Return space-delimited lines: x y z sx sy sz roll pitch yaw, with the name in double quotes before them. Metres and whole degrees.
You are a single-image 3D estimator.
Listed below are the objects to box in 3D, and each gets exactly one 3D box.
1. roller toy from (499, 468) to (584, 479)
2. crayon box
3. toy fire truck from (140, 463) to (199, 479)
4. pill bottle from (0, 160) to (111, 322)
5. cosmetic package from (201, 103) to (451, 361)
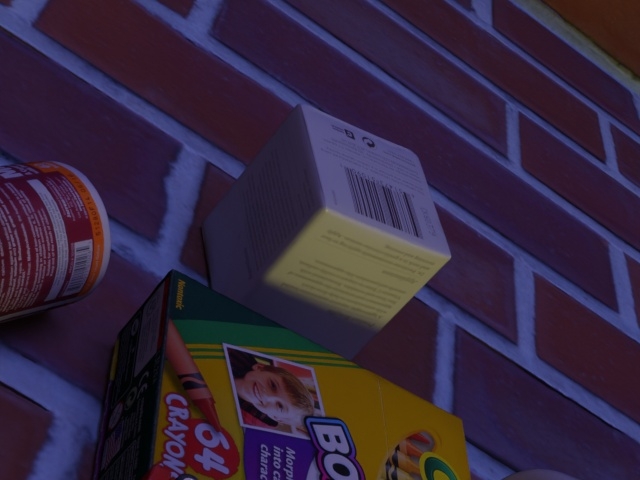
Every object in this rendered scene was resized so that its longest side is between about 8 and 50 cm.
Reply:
"roller toy" 0.211 0.299 1.063 0.146 0.209 0.191 25 -2 -30
"crayon box" -0.019 0.234 0.966 0.313 0.106 0.363 28 34 -23
"toy fire truck" -0.091 0.211 0.766 0.192 0.047 0.135 34 34 -11
"pill bottle" -0.273 0.009 0.945 0.121 0.121 0.221 52 31 15
"cosmetic package" 0.000 0.000 1.210 0.151 0.184 0.151 22 37 -31
